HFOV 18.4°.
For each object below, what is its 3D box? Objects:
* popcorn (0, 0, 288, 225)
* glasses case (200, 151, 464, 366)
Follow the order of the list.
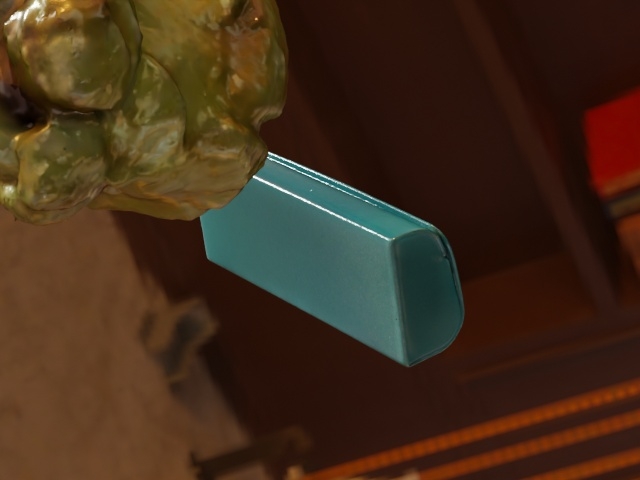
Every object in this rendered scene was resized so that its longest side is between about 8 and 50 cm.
[{"bbox_3d":[-0.159,-0.126,1.328,0.276,0.276,0.226,-10,-77,-70],"label":"popcorn"},{"bbox_3d":[0.000,-0.002,1.654,0.301,0.070,0.117,28,134,51],"label":"glasses case"}]
